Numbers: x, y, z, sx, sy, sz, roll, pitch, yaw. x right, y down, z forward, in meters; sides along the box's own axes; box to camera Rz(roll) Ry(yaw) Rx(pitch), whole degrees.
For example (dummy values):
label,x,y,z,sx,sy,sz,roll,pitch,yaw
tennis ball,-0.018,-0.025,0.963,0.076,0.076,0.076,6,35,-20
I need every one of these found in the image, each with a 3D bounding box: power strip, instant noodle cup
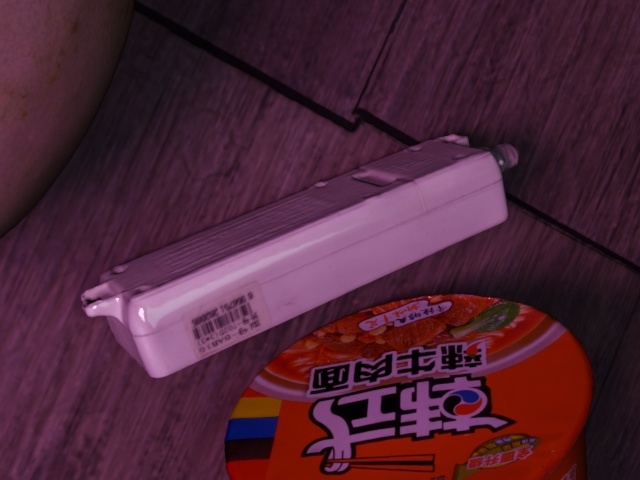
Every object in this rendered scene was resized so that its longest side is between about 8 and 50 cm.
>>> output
label,x,y,z,sx,sy,sz,roll,pitch,yaw
power strip,0.000,0.000,0.715,0.338,0.098,0.058,-24,109,-20
instant noodle cup,0.078,0.182,0.720,0.250,0.250,0.192,-28,120,-19

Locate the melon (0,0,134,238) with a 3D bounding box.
label,x,y,z,sx,sy,sz,roll,pitch,yaw
melon,-0.237,-0.105,0.488,0.268,0.268,0.330,33,89,-27
